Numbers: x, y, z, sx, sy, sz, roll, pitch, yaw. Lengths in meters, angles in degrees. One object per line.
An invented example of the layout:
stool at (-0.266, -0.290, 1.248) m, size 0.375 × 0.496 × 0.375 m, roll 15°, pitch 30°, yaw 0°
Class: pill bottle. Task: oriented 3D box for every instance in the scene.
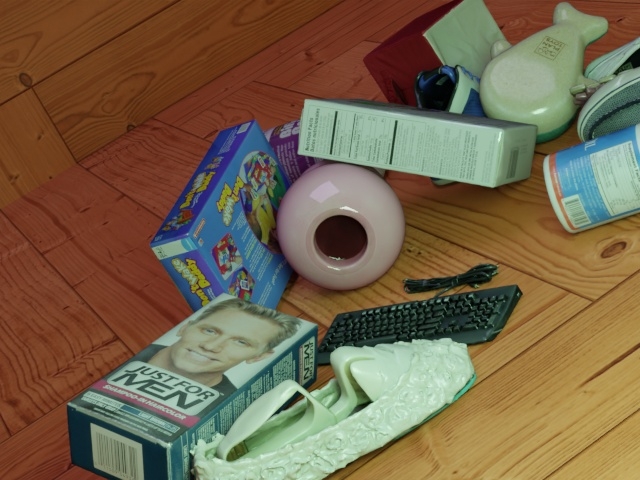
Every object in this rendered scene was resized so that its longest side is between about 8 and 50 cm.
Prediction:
pill bottle at (-0.040, -0.146, 2.537) m, size 0.302 × 0.169 × 0.169 m, roll -16°, pitch 24°, yaw 27°
pill bottle at (0.443, -0.099, 1.899) m, size 0.222 × 0.124 × 0.124 m, roll -19°, pitch 23°, yaw 22°

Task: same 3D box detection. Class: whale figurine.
whale figurine at (0.394, -0.285, 2.308) m, size 0.216 × 0.141 × 0.272 m, roll 27°, pitch 70°, yaw 24°

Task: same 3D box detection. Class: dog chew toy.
dog chew toy at (0.035, -0.046, 2.188) m, size 0.207 × 0.206 × 0.332 m, roll -25°, pitch 14°, yaw 9°

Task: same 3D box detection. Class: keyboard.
keyboard at (0.149, 0.100, 1.933) m, size 0.317 × 0.033 × 0.201 m, roll -11°, pitch 26°, yaw 36°

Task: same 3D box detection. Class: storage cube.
storage cube at (0.240, -0.347, 2.598) m, size 0.215 × 0.183 × 0.193 m, roll -41°, pitch 14°, yaw -33°

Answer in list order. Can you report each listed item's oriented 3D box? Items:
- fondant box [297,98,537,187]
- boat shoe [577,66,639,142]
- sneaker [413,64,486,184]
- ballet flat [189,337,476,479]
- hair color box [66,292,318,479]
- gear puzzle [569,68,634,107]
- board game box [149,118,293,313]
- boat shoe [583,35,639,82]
fondant box at (0.162, -0.163, 2.145) m, size 0.330 × 0.096 × 0.238 m, roll 12°, pitch 10°, yaw 21°
boat shoe at (0.544, -0.191, 1.999) m, size 0.341 × 0.127 × 0.158 m, roll -26°, pitch 34°, yaw 30°
sneaker at (0.275, -0.257, 2.390) m, size 0.127 × 0.182 × 0.315 m, roll -2°, pitch 33°, yaw 47°
ballet flat at (0.014, 0.218, 1.685) m, size 0.409 × 0.147 × 0.147 m, roll -32°, pitch 21°, yaw -11°
hair color box at (-0.166, 0.206, 1.811) m, size 0.174 × 0.105 × 0.347 m, roll 17°, pitch 31°, yaw 27°
gear puzzle at (0.581, -0.251, 2.114) m, size 0.339 × 0.044 × 0.175 m, roll -16°, pitch -16°, yaw 24°
board game box at (-0.137, -0.012, 2.218) m, size 0.078 × 0.233 × 0.347 m, roll -15°, pitch 29°, yaw 28°
boat shoe at (0.583, -0.326, 2.295) m, size 0.268 × 0.096 × 0.088 m, roll -28°, pitch 25°, yaw 5°
